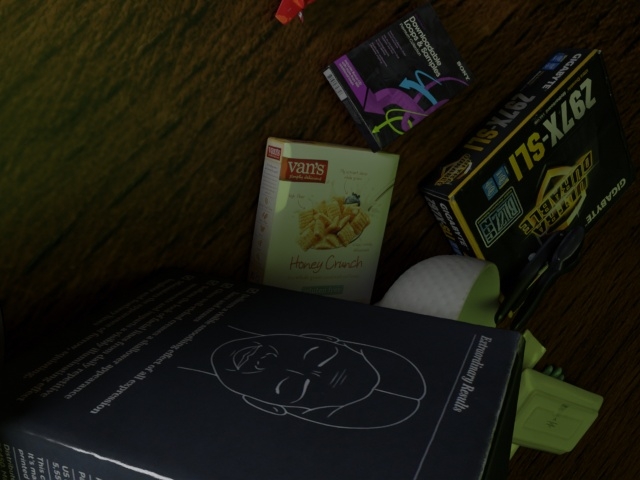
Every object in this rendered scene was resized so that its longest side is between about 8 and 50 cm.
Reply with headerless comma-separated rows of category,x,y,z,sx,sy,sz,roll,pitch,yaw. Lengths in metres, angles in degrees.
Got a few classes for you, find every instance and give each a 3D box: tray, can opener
tray,0.407,0.318,1.130,0.270,0.030,0.145,24,103,-36
can opener,0.309,0.053,0.904,0.186,0.059,0.073,-46,143,-12

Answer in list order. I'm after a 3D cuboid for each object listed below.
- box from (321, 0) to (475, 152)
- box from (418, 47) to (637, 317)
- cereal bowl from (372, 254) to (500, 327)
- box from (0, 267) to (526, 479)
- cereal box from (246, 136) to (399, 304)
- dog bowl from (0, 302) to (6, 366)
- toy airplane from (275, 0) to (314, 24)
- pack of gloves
box,0.097,-0.198,0.762,0.162,0.029,0.116,-38,100,-18
box,0.321,-0.086,0.944,0.322,0.079,0.257,-43,123,-12
cereal bowl,0.124,0.176,0.835,0.339,0.141,0.339,-38,134,-54
box,-0.050,0.195,0.554,0.293,0.395,0.212,-37,131,-59
cereal box,0.000,0.000,0.784,0.173,0.047,0.240,0,107,-34
dog bowl,-0.453,0.129,0.476,0.407,0.150,0.408,-12,114,-29
toy airplane,-0.049,-0.292,0.657,0.151,0.028,0.151,-12,112,-30
pack of gloves,0.355,0.301,1.128,0.232,0.046,0.195,-52,127,-6
